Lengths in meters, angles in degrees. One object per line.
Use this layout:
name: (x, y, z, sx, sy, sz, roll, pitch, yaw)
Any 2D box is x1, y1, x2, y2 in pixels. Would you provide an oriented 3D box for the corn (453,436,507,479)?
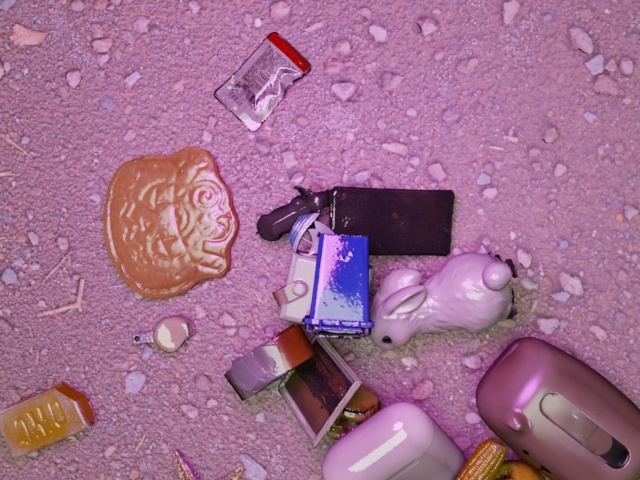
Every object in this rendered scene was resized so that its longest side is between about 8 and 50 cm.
corn: (0.353, 0.555, 1.466, 0.080, 0.080, 0.231, 28, 101, 6)

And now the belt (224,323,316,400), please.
belt: (-0.132, 0.306, 1.585, 0.261, 0.184, 0.105, -37, 84, 42)

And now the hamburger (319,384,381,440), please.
hamburger: (0.061, 0.438, 1.578, 0.159, 0.185, 0.131, 26, 109, 39)

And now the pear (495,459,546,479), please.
pear: (0.458, 0.627, 1.515, 0.208, 0.209, 0.209, 0, 91, 7)

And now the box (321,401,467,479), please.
box: (0.184, 0.543, 1.516, 0.288, 0.141, 0.349, -36, 128, 6)

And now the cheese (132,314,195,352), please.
cheese: (-0.418, 0.260, 1.699, 0.171, 0.047, 0.092, -27, 85, 6)

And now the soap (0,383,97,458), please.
soap: (-0.746, 0.484, 1.728, 0.232, 0.073, 0.140, -23, 92, 6)

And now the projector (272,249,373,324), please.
projector: (0.003, 0.125, 1.591, 0.242, 0.163, 0.177, 11, 91, 4)

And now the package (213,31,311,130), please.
package: (-0.152, -0.421, 1.668, 0.154, 0.030, 0.239, 44, 95, 6)

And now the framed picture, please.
framed picture: (-0.012, 0.358, 1.571, 0.014, 0.252, 0.197, 31, 96, -33)

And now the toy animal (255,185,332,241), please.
toy animal: (-0.052, -0.065, 1.602, 0.245, 0.146, 0.114, -39, 85, 5)

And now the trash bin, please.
trash bin: (0.044, 0.102, 1.428, 0.162, 0.184, 0.235, 4, 86, -1)

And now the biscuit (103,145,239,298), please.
biscuit: (-0.404, -0.046, 1.688, 0.365, 0.062, 0.385, -14, 89, 6)

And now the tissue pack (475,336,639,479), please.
tissue pack: (0.569, 0.416, 1.472, 0.387, 0.277, 0.267, 39, 92, 4)

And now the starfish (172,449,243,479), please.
starfish: (-0.340, 0.678, 1.695, 0.231, 0.048, 0.295, 42, 94, 5)

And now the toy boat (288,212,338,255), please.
toy boat: (-0.003, -0.012, 1.516, 0.149, 0.034, 0.105, 9, 97, 5)

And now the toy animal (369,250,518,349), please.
toy animal: (0.278, 0.147, 1.520, 0.357, 0.258, 0.194, -16, 55, -1)

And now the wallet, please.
wallet: (0.177, -0.047, 1.579, 0.321, 0.044, 0.170, 1, 100, -11)
